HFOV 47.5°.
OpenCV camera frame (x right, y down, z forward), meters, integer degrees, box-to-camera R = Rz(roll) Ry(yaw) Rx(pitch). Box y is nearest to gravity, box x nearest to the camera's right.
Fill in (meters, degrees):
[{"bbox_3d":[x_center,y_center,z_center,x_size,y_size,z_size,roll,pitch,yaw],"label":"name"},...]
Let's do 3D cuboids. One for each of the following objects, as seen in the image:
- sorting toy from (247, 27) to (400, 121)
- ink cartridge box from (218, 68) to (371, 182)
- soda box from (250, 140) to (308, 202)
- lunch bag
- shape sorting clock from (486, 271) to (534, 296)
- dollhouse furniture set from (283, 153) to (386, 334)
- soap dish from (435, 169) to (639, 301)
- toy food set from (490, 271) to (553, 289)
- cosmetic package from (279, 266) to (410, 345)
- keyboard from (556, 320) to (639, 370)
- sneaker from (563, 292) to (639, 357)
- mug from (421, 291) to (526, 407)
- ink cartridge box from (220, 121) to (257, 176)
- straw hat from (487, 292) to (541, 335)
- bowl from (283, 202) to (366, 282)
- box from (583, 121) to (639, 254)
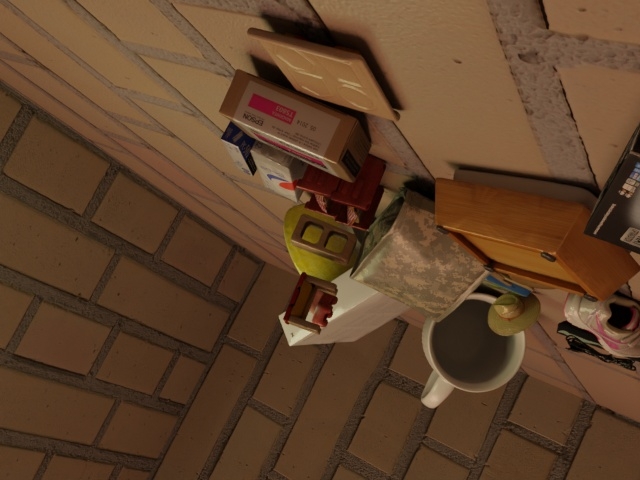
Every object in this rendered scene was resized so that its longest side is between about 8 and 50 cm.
[{"bbox_3d":[0.012,-0.254,1.096,0.193,0.038,0.208,23,175,29],"label":"sorting toy"},{"bbox_3d":[-0.039,-0.199,1.293,0.234,0.088,0.193,26,-179,13],"label":"ink cartridge box"},{"bbox_3d":[-0.078,-0.174,1.595,0.091,0.098,0.286,26,170,6],"label":"soda box"},{"bbox_3d":[0.227,0.014,1.518,0.235,0.169,0.287,27,147,-6],"label":"lunch bag"},{"bbox_3d":[0.425,0.089,1.795,0.206,0.040,0.206,21,177,1],"label":"shape sorting clock"},{"bbox_3d":[0.000,0.000,1.488,0.152,0.374,0.201,21,169,8],"label":"dollhouse furniture set"},{"bbox_3d":[0.350,-0.010,1.217,0.229,0.118,0.290,35,170,-40],"label":"soap dish"},{"bbox_3d":[0.476,0.074,1.609,0.192,0.039,0.132,3,162,42],"label":"toy food set"},{"bbox_3d":[0.123,0.147,1.854,0.284,0.377,0.097,3,-122,-53],"label":"cosmetic package"},{"bbox_3d":[0.691,0.242,1.665,0.201,0.033,0.317,-14,-159,-40],"label":"keyboard"},{"bbox_3d":[0.631,0.179,1.519,0.252,0.103,0.111,26,169,-24],"label":"sneaker"},{"bbox_3d":[0.413,0.333,2.169,0.276,0.374,0.328,32,178,3],"label":"mug"},{"bbox_3d":[-0.158,-0.217,1.580,0.046,0.097,0.207,26,171,8],"label":"ink cartridge box"},{"bbox_3d":[0.475,0.165,1.830,0.144,0.144,0.061,16,158,50],"label":"straw hat"},{"bbox_3d":[0.047,0.007,1.962,0.156,0.290,0.289,-27,141,25],"label":"bowl"},{"bbox_3d":[0.465,-0.036,0.861,0.242,0.077,0.307,24,170,16],"label":"box"}]
